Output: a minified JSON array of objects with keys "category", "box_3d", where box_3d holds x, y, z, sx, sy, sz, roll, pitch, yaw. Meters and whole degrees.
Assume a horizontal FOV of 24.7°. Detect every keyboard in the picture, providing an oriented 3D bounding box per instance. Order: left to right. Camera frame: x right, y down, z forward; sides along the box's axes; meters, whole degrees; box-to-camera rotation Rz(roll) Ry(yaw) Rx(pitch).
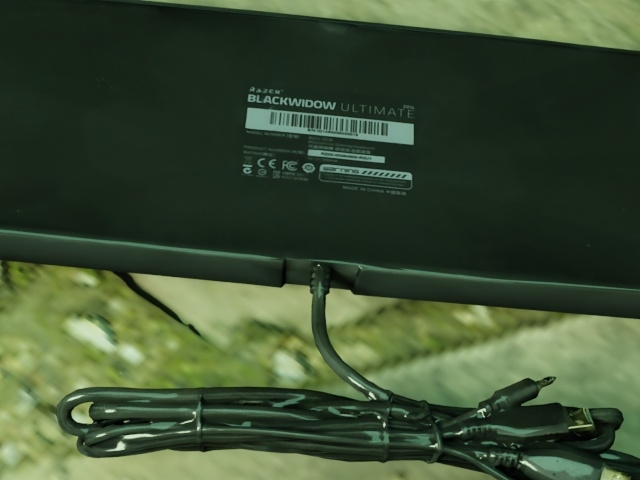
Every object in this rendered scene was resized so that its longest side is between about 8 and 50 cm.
[{"category":"keyboard","box_3d":[0.000,0.000,0.468,0.317,0.033,0.201,5,48,-1]}]
